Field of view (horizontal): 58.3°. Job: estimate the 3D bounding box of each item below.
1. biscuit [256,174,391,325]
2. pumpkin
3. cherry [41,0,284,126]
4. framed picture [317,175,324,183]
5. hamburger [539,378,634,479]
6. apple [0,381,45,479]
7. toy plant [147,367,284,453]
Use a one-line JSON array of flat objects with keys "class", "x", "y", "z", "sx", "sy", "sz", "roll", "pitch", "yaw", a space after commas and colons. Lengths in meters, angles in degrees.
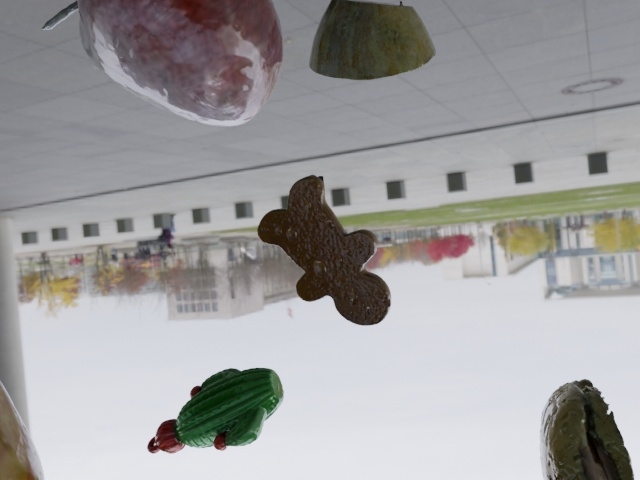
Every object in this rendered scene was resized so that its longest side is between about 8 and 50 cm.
[{"class": "biscuit", "x": 0.013, "y": 0.024, "z": 0.742, "sx": 0.138, "sy": 0.205, "sz": 0.031, "roll": -44, "pitch": 173, "yaw": 27}, {"class": "pumpkin", "x": 0.082, "y": -0.354, "z": 0.959, "sx": 0.217, "sy": 0.110, "sz": 0.217, "roll": -7, "pitch": -150, "yaw": 4}, {"class": "cherry", "x": -0.213, "y": -0.330, "z": 0.907, "sx": 0.291, "sy": 0.335, "sz": 0.326, "roll": -47, "pitch": -166, "yaw": -15}, {"class": "framed picture", "x": 0.001, "y": 0.000, "z": 1.326, "sx": 0.018, "sy": 0.265, "sz": 0.192, "roll": -4, "pitch": 174, "yaw": -6}, {"class": "hamburger", "x": 0.429, "y": 0.372, "z": 0.936, "sx": 0.134, "sy": 0.265, "sz": 0.285, "roll": -19, "pitch": 172, "yaw": 14}, {"class": "apple", "x": -0.472, "y": 0.260, "z": 0.544, "sx": 0.400, "sy": 0.400, "sz": 0.333, "roll": -5, "pitch": -167, "yaw": -2}, {"class": "toy plant", "x": -0.169, "y": 0.275, "z": 0.939, "sx": 0.240, "sy": 0.088, "sz": 0.155, "roll": -15, "pitch": -145, "yaw": 32}]
